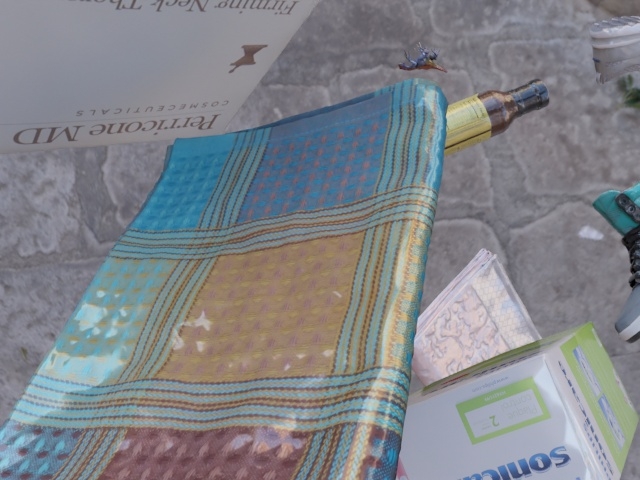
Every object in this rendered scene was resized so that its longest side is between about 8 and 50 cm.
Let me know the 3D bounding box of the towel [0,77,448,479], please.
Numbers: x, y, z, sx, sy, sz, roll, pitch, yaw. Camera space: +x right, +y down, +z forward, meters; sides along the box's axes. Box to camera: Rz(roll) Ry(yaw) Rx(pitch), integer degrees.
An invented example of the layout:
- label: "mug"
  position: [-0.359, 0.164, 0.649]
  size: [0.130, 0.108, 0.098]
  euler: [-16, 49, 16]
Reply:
- label: "towel"
  position: [-0.055, 0.019, 0.475]
  size: [0.271, 0.040, 0.370]
  euler: [-9, 39, 24]

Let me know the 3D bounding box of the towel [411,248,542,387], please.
- label: "towel"
  position: [0.347, 0.238, 1.502]
  size: [0.317, 0.053, 0.332]
  euler: [-44, 115, -21]

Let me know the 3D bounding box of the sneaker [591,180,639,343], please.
- label: "sneaker"
  position: [0.507, 0.001, 1.101]
  size: [0.178, 0.124, 0.296]
  euler: [33, 81, 14]

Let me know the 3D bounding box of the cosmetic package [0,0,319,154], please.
- label: "cosmetic package"
  position: [-0.199, -0.321, 0.607]
  size: [0.329, 0.393, 0.328]
  euler: [-13, 71, -39]

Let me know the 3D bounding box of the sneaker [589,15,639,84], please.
- label: "sneaker"
  position: [0.611, -0.344, 1.214]
  size: [0.281, 0.115, 0.105]
  euler: [-6, 29, 1]

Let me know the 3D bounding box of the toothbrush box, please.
- label: "toothbrush box"
  position: [0.175, 0.181, 0.668]
  size: [0.206, 0.283, 0.122]
  euler: [-29, 77, 26]

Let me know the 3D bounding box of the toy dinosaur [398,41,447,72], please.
- label: "toy dinosaur"
  position: [0.169, -0.306, 1.191]
  size: [0.047, 0.082, 0.090]
  euler: [-12, 73, -24]

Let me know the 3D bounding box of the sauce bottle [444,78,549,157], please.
- label: "sauce bottle"
  position: [0.354, -0.275, 1.573]
  size: [0.344, 0.111, 0.111]
  euler: [-21, 72, -5]
